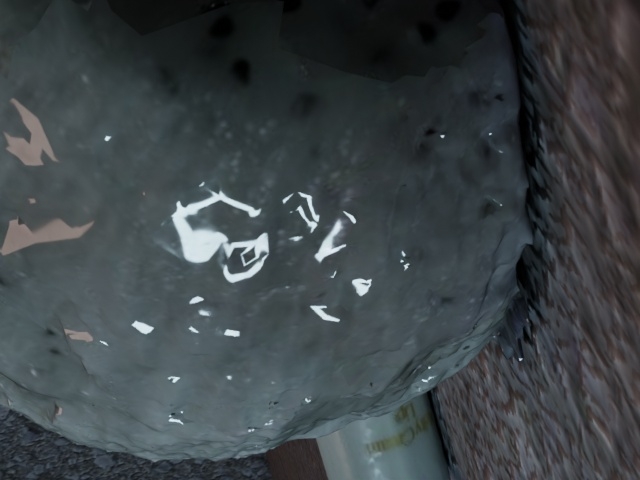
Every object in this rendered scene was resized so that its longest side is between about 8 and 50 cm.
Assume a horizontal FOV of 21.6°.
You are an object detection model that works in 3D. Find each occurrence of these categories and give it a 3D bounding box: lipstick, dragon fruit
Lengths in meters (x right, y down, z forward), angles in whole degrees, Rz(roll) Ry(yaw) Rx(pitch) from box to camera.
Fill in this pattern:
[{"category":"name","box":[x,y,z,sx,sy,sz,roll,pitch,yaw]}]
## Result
[{"category":"lipstick","box":[0.000,0.000,0.762,0.059,0.059,0.264,-129,21,-75]},{"category":"dragon fruit","box":[-0.070,-0.071,0.507,0.221,0.204,0.283,101,150,-77]}]
